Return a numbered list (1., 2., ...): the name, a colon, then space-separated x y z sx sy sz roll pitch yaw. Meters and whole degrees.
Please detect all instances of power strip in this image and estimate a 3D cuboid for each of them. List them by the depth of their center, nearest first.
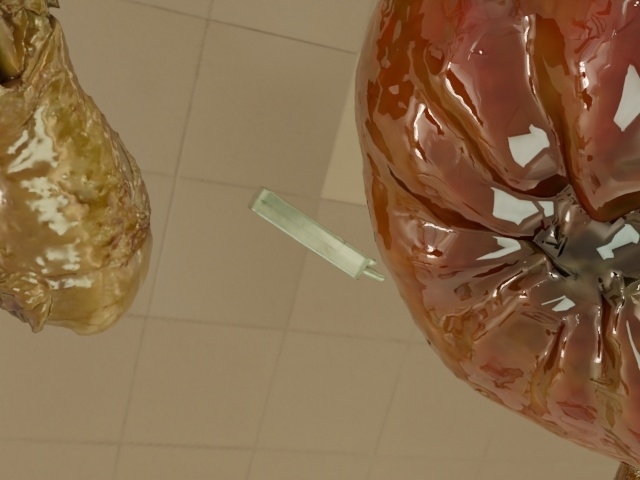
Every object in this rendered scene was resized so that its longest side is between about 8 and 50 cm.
1. power strip: 0.000 0.000 1.495 0.288 0.093 0.053 34 87 -11

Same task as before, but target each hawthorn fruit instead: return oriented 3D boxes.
1. hawthorn fruit: 0.232 -0.079 0.508 0.402 0.403 0.403 -7 113 -16

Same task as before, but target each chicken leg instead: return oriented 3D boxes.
1. chicken leg: -0.291 -0.105 0.776 0.182 0.295 0.409 -28 142 -23

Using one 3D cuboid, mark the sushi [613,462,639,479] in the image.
1. sushi: 0.387 0.313 1.009 0.060 0.061 0.118 16 107 12
